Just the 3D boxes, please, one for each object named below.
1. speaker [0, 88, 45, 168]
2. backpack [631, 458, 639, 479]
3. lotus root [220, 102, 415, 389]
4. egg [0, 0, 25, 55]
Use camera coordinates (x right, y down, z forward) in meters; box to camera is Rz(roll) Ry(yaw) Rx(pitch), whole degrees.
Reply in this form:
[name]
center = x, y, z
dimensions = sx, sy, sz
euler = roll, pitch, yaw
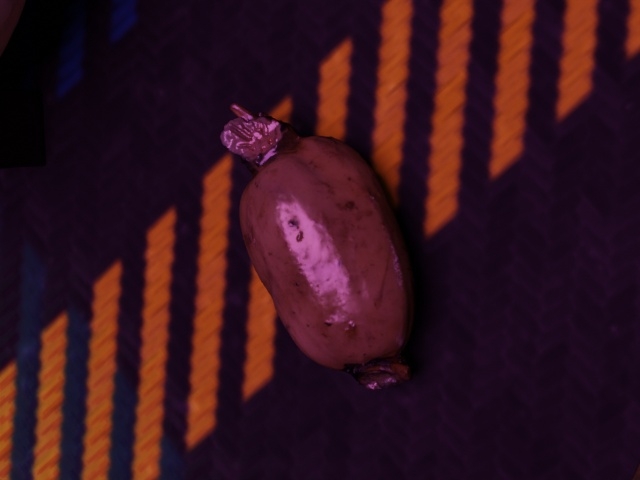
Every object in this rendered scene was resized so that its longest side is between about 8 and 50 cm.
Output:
[speaker]
center = -0.237, -0.054, 0.956
dimensions = 0.191, 0.046, 0.040
euler = -1, 91, 24
[backpack]
center = 0.239, 0.133, 0.676
dimensions = 0.253, 0.140, 0.207
euler = -21, 61, 26
[lotus root]
center = 0.000, 0.000, 0.841
dimensions = 0.072, 0.063, 0.152
euler = -34, 82, 32
[egg]
center = -0.285, -0.164, 0.819
dimensions = 0.283, 0.345, 0.283
euler = 36, 136, 46
